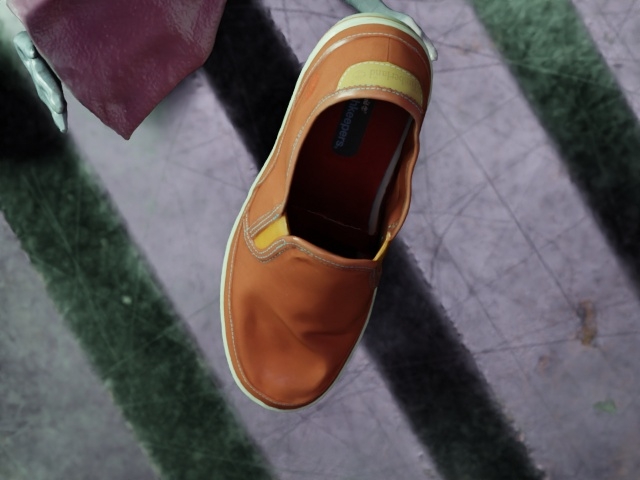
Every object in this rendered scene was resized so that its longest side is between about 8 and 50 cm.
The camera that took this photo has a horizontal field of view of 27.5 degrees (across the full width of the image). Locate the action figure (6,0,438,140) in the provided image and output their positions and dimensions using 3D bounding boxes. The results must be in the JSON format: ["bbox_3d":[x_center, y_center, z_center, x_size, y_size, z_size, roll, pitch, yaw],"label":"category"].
[{"bbox_3d":[-0.071,-0.241,0.961,0.370,0.248,0.276,-31,51,-7],"label":"action figure"}]

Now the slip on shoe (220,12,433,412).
[{"bbox_3d":[0.000,0.000,0.949,0.123,0.101,0.331,14,122,-9],"label":"slip on shoe"}]
